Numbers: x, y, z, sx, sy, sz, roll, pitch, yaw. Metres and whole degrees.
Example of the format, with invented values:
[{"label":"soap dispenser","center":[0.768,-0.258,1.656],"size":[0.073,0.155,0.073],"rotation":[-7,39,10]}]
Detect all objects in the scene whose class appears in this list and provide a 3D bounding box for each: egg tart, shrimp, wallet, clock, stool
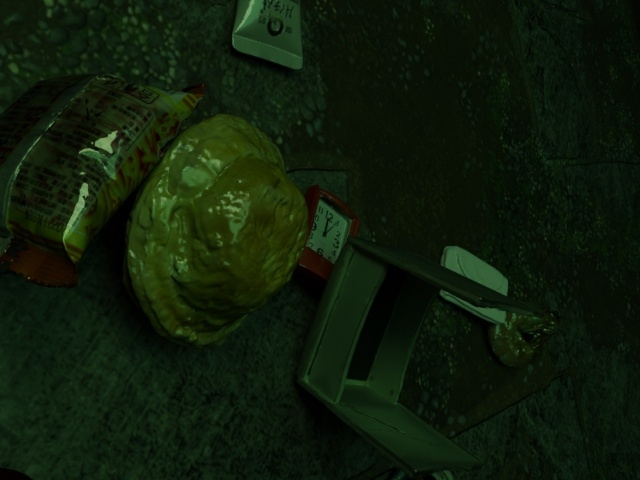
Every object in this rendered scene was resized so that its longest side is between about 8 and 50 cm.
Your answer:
[{"label":"egg tart","center":[-0.105,-0.005,0.787],"size":[0.319,0.128,0.319],"rotation":[-31,127,-53]},{"label":"shrimp","center":[0.463,0.201,1.365],"size":[0.267,0.061,0.146],"rotation":[-3,84,-42]},{"label":"wallet","center":[0.319,0.091,1.259],"size":[0.182,0.032,0.124],"rotation":[28,60,-25]},{"label":"clock","center":[0.000,0.000,0.990],"size":[0.113,0.061,0.155],"rotation":[37,55,-33]},{"label":"stool","center":[0.131,0.155,0.887],"size":[0.170,0.269,0.244],"rotation":[14,99,-41]}]

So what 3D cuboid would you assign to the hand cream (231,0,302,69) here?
[{"label":"hand cream","center":[-0.087,-0.443,0.995],"size":[0.139,0.089,0.315],"rotation":[2,88,-40]}]

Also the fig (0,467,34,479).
[{"label":"fig","center":[-0.314,0.287,0.584],"size":[0.202,0.149,0.148],"rotation":[-13,75,-54]}]

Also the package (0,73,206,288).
[{"label":"package","center":[-0.280,-0.095,0.660],"size":[0.288,0.223,0.108],"rotation":[-61,150,-35]}]

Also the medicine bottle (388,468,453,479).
[{"label":"medicine bottle","center":[0.134,0.445,1.022],"size":[0.220,0.061,0.092],"rotation":[-29,76,-42]}]
